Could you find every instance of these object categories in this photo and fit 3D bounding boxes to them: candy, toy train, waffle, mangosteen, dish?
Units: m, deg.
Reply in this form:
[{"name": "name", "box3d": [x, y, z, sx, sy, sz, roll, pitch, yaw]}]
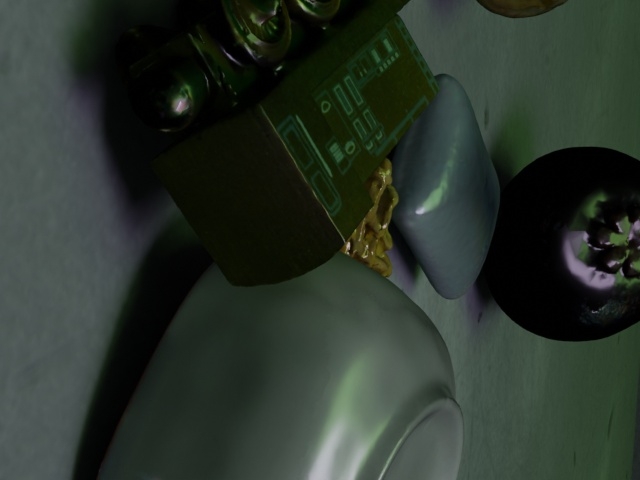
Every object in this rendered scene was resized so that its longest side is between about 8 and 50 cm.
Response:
[{"name": "candy", "box3d": [0.106, -0.041, 0.889, 0.174, 0.071, 0.138, 53, 49, -56]}, {"name": "toy train", "box3d": [-0.010, -0.086, 0.545, 0.137, 0.090, 0.225, 58, 37, -14]}, {"name": "waffle", "box3d": [-0.003, -0.001, 0.678, 0.149, 0.051, 0.194, -45, 142, -40]}, {"name": "mangosteen", "box3d": [0.281, 0.004, 1.156, 0.243, 0.243, 0.243, 7, 90, -67]}, {"name": "dish", "box3d": [-0.001, 0.127, 0.579, 0.256, 0.117, 0.256, -38, 137, -47]}]

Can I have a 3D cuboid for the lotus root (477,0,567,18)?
[{"name": "lotus root", "box3d": [0.199, -0.303, 0.954, 0.278, 0.154, 0.154, -53, 143, -48]}]
